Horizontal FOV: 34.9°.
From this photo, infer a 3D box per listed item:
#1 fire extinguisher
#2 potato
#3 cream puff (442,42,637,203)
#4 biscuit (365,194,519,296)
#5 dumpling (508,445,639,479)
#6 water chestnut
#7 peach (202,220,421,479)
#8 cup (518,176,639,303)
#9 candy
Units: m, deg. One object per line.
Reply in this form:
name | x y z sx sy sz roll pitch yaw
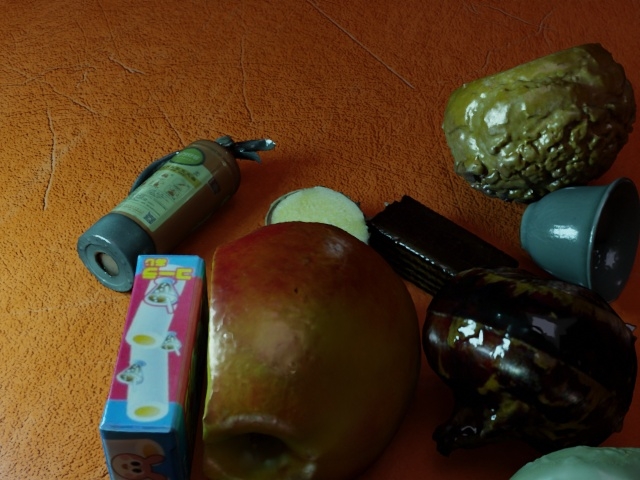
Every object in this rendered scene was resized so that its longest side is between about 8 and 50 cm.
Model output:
fire extinguisher | -0.253 -0.081 1.657 0.200 0.113 0.376 25 47 22
potato | 0.000 0.000 1.614 0.164 0.081 0.200 -23 45 -15
cream puff | 0.369 -0.184 1.711 0.327 0.231 0.343 -20 2 -3
biscuit | 0.182 0.022 1.606 0.252 0.070 0.106 32 49 27
dumpling | 0.337 0.329 1.177 0.321 0.211 0.270 24 50 20
water chestnut | 0.256 0.173 1.324 0.300 0.300 0.300 2 43 -2
peach | -0.008 0.129 1.345 0.306 0.242 0.380 12 38 -7
cup | 0.396 -0.009 1.597 0.150 0.199 0.199 11 40 36
candy | -0.212 0.176 1.349 0.100 0.157 0.306 2 43 -1
